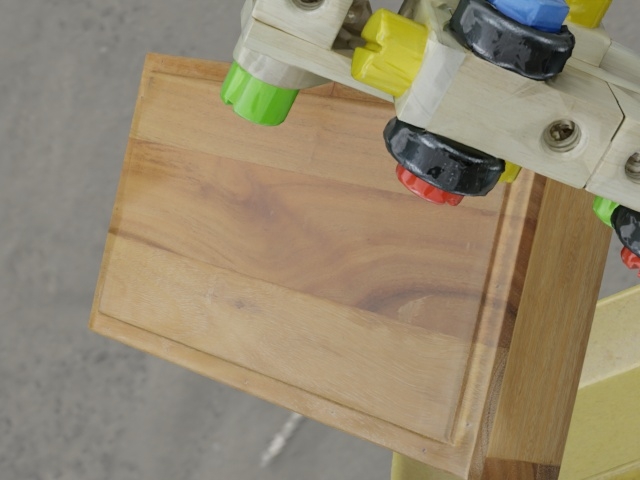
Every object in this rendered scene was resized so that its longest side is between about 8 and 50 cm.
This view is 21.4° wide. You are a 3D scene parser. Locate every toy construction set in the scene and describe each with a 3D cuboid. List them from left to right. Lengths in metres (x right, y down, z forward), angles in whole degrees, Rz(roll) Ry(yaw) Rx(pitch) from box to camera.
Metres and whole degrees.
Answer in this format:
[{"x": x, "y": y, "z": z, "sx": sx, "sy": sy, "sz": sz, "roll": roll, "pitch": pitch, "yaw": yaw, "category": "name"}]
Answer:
[{"x": 0.095, "y": -0.094, "z": 0.716, "sx": 0.327, "sy": 0.215, "sz": 0.151, "roll": 6, "pitch": 118, "yaw": -9, "category": "toy construction set"}]

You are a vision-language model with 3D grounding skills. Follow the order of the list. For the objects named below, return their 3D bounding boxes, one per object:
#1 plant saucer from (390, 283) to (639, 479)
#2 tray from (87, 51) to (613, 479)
[{"x": 0.227, "y": 0.158, "z": 1.432, "sx": 0.333, "sy": 0.333, "sz": 0.081, "roll": -22, "pitch": 106, "yaw": 11, "category": "plant saucer"}, {"x": 0.000, "y": 0.000, "z": 1.044, "sx": 0.411, "sy": 0.076, "sz": 0.203, "roll": 14, "pitch": 92, "yaw": 52, "category": "tray"}]
